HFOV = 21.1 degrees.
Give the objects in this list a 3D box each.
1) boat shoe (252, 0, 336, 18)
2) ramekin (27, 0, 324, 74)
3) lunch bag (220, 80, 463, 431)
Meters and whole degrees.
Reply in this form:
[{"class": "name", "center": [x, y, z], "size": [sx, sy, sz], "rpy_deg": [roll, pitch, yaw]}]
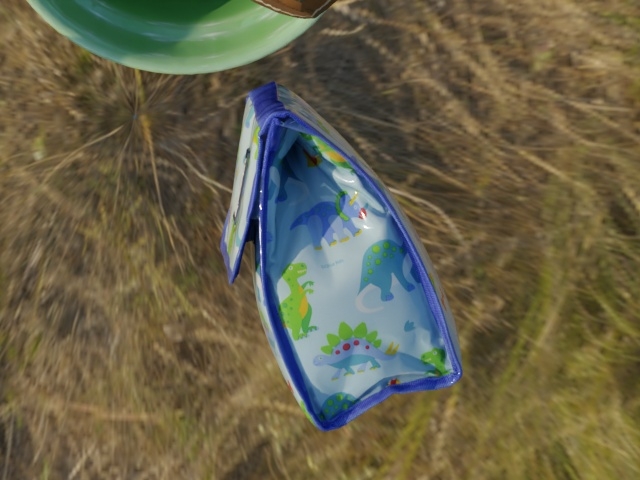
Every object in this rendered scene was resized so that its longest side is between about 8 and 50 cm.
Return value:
[{"class": "boat shoe", "center": [-0.101, -0.255, 1.196], "size": [0.122, 0.120, 0.324], "rpy_deg": [-40, 65, -20]}, {"class": "ramekin", "center": [-0.116, -0.305, 1.427], "size": [0.303, 0.148, 0.303], "rpy_deg": [0, 124, 0]}, {"class": "lunch bag", "center": [0.000, 0.000, 0.832], "size": [0.096, 0.129, 0.151], "rpy_deg": [-20, 102, -2]}]
